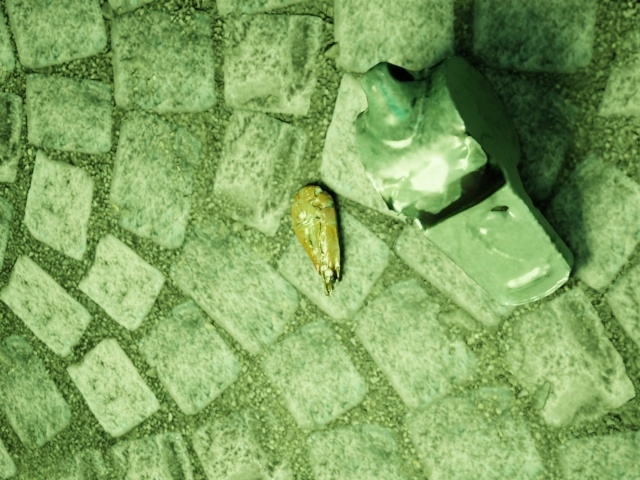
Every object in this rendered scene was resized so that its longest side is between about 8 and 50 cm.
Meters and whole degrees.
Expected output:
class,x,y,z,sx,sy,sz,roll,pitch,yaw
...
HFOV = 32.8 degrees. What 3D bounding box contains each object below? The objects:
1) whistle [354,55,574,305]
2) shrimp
class,x,y,z,sx,sy,sz,roll,pitch,yaw
whistle,0.203,-0.080,1.550,0.168,0.188,0.405,-31,87,30
shrimp,0.000,0.000,1.769,0.091,0.043,0.184,-17,87,38
